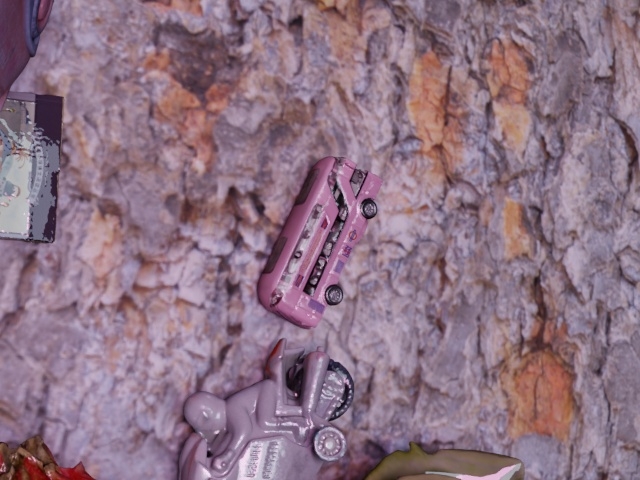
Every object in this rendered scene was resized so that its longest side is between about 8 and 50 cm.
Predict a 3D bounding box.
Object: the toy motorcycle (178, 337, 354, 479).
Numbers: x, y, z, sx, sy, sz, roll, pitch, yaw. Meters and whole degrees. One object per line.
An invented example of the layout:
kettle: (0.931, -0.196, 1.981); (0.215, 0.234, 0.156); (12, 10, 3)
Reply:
toy motorcycle: (-0.074, 0.218, 0.999); (0.171, 0.110, 0.260); (34, 65, -8)

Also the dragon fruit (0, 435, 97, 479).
dragon fruit: (-0.244, 0.313, 0.852); (0.205, 0.210, 0.268); (-8, 83, -44)

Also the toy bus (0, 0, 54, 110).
toy bus: (-0.359, -0.185, 0.781); (0.197, 0.294, 0.231); (16, 77, -8)

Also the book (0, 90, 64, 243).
book: (-0.376, -0.083, 0.914); (0.231, 0.026, 0.157); (4, 83, -26)

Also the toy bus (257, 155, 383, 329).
toy bus: (0.000, 0.000, 1.076); (0.090, 0.063, 0.203); (31, 73, -20)

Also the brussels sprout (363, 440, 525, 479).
brussels sprout: (0.126, 0.452, 0.951); (0.425, 0.343, 0.360); (-27, 136, -61)
